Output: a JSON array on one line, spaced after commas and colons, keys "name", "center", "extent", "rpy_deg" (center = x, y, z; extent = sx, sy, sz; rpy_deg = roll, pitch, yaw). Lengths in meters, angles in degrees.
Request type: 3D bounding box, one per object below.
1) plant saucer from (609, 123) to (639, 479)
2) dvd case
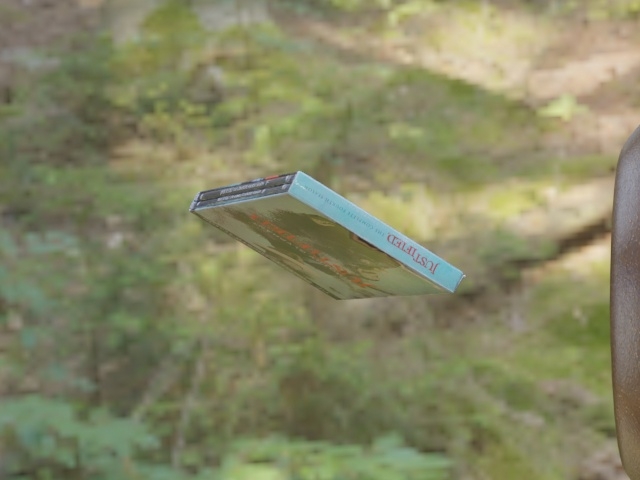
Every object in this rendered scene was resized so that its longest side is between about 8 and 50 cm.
[{"name": "plant saucer", "center": [0.149, 0.030, 0.861], "extent": [0.036, 0.198, 0.198], "rpy_deg": [0, 4, 14]}, {"name": "dvd case", "center": [0.000, 0.000, 0.869], "extent": [0.087, 0.013, 0.119], "rpy_deg": [32, -13, -20]}]
